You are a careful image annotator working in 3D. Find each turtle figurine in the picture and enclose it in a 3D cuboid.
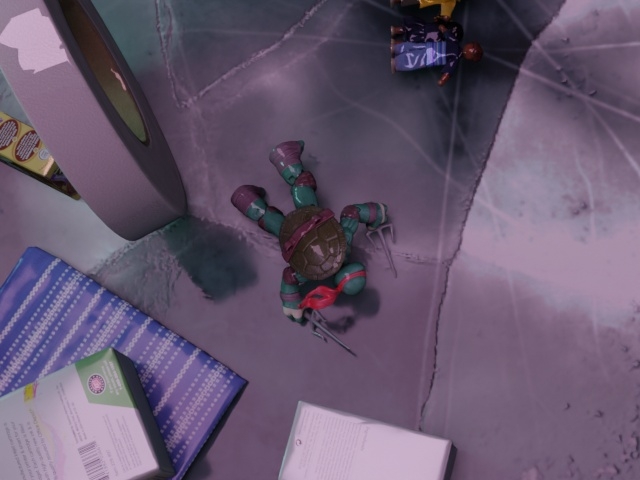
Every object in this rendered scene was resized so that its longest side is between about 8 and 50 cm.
[{"bbox_3d":[0.000,0.000,1.259,0.175,0.118,0.234,-38,68,-1],"label":"turtle figurine"}]

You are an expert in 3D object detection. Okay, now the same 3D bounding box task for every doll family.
[{"bbox_3d":[0.142,-0.275,1.322,0.111,0.076,0.193,-1,81,5],"label":"doll family"}]

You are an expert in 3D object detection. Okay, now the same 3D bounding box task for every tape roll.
[{"bbox_3d":[-0.270,-0.183,1.204,0.072,0.392,0.392,-28,74,1],"label":"tape roll"}]

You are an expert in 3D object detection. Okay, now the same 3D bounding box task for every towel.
[{"bbox_3d":[-0.291,0.184,1.304,0.336,0.040,0.243,31,82,13],"label":"towel"}]

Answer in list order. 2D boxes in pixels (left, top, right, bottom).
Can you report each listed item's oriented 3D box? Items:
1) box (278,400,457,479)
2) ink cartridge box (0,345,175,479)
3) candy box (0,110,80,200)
[{"bbox_3d":[0.055,0.245,1.176,0.170,0.130,0.091,13,78,13],"label":"box"},{"bbox_3d":[-0.296,0.238,1.222,0.212,0.093,0.154,-25,74,-2],"label":"ink cartridge box"},{"bbox_3d":[-0.389,-0.123,1.352,0.187,0.109,0.053,25,81,15],"label":"candy box"}]
